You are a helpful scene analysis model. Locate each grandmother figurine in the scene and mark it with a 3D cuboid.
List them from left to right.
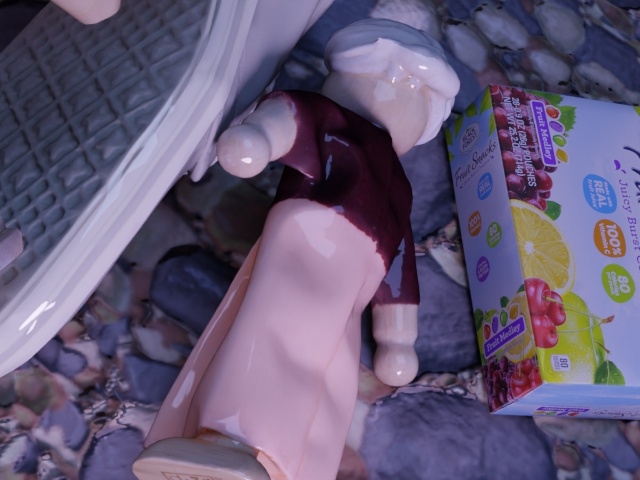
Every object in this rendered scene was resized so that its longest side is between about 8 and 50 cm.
[{"bbox_3d":[0.000,0.000,0.734,0.104,0.208,0.342,3,52,25],"label":"grandmother figurine"}]

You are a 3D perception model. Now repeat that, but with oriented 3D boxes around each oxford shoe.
[{"bbox_3d":[-0.088,-0.098,0.743,0.130,0.169,0.449,60,44,-43],"label":"oxford shoe"}]

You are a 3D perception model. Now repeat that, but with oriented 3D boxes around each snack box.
[{"bbox_3d":[0.184,0.010,0.847,0.174,0.070,0.207,6,64,-23],"label":"snack box"}]

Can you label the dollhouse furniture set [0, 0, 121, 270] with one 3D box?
[{"bbox_3d":[-0.166,-0.129,0.691,0.355,0.303,0.174,-49,126,-50],"label":"dollhouse furniture set"}]
